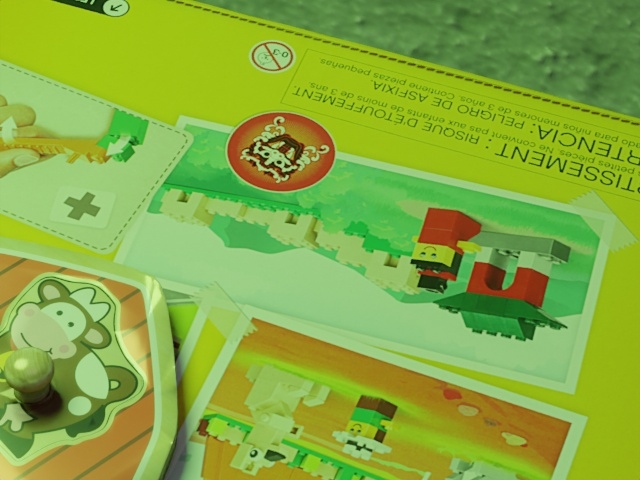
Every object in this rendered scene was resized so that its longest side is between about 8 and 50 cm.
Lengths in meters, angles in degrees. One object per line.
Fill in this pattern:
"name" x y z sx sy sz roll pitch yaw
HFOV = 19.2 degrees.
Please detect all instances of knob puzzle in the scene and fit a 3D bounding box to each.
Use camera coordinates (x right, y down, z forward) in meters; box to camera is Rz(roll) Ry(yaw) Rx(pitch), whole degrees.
"knob puzzle" -0.140 0.060 0.732 0.213 0.030 0.213 1 50 -2

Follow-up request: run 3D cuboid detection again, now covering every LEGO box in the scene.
"LEGO box" -0.029 0.100 0.850 0.500 0.193 0.372 16 52 11
